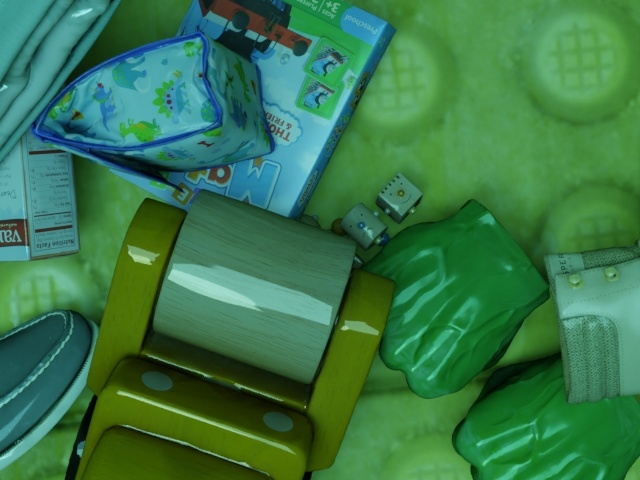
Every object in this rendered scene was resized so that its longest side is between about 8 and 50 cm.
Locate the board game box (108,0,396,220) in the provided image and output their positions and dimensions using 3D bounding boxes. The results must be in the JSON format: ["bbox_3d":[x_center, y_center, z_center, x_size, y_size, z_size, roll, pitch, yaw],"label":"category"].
[{"bbox_3d":[-0.057,-0.114,1.111,0.160,0.039,0.212,28,95,14],"label":"board game box"}]

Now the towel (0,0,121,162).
[{"bbox_3d":[-0.333,-0.187,1.007,0.374,0.090,0.320,-46,74,26],"label":"towel"}]

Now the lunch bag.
[{"bbox_3d":[-0.128,-0.092,1.042,0.151,0.129,0.096,-12,80,14],"label":"lunch bag"}]

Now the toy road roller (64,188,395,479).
[{"bbox_3d":[-0.089,0.152,1.017,0.202,0.241,0.330,18,118,-1],"label":"toy road roller"}]

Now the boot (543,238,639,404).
[{"bbox_3d":[0.269,-0.002,1.015,0.203,0.095,0.262,-2,105,8],"label":"boot"}]

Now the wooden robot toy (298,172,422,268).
[{"bbox_3d":[0.000,0.000,1.124,0.079,0.076,0.173,44,93,9],"label":"wooden robot toy"}]

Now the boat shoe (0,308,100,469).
[{"bbox_3d":[-0.324,0.144,1.090,0.319,0.116,0.099,-34,123,-5],"label":"boat shoe"}]

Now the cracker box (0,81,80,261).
[{"bbox_3d":[-0.280,-0.099,1.089,0.155,0.067,0.232,-1,94,31],"label":"cracker box"}]

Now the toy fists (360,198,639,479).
[{"bbox_3d":[0.143,0.109,1.116,0.142,0.096,0.279,-37,92,-9],"label":"toy fists"}]
